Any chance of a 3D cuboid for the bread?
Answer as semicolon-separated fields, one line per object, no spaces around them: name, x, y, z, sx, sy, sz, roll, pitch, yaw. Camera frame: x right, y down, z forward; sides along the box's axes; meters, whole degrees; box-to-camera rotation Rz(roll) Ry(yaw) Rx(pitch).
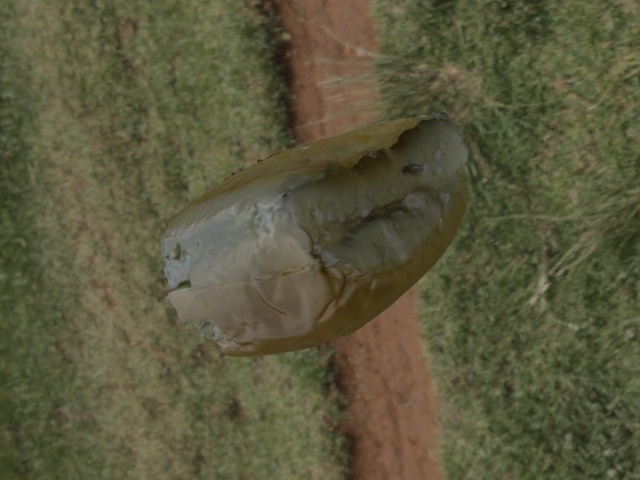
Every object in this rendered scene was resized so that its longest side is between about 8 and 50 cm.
bread;0.001;-0.001;0.469;0.106;0.125;0.082;-4;110;47
